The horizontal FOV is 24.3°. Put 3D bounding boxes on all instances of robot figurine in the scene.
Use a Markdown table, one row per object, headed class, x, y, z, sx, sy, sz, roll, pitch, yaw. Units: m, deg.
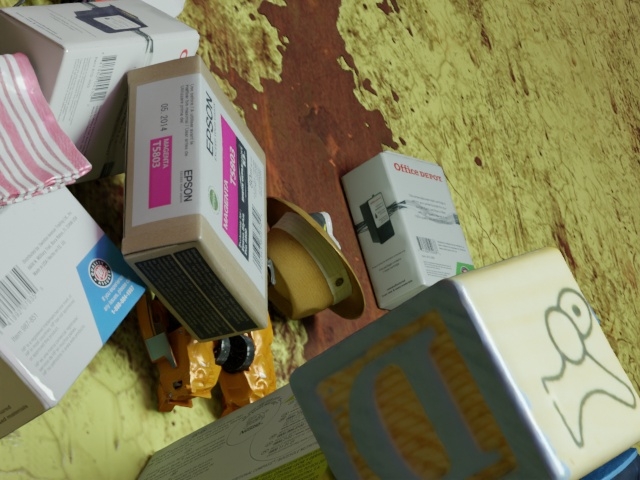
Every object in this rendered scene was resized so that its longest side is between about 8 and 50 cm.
| class | x | y | z | sx | sy | sz | roll | pitch | yaw |
| --- | --- | --- | --- | --- | --- | --- | --- | --- | --- |
| robot figurine | -0.138 | 0.053 | 1.678 | 0.211 | 0.085 | 0.291 | 18 | 52 | -48 |

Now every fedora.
| class | x | y | z | sx | sy | sz | roll | pitch | yaw |
| --- | --- | --- | --- | --- | --- | --- | --- | --- | --- |
| fedora | -0.029 | 0.038 | 1.818 | 0.079 | 0.194 | 0.194 | -39 | 100 | -17 |

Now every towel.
| class | x | y | z | sx | sy | sz | roll | pitch | yaw |
| --- | --- | --- | --- | --- | --- | --- | --- | --- | --- |
| towel | -0.307 | -0.102 | 1.377 | 0.144 | 0.029 | 0.197 | 59 | 31 | 2 |

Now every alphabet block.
| class | x | y | z | sx | sy | sz | roll | pitch | yaw |
| --- | --- | --- | --- | --- | --- | --- | --- | --- | --- |
| alphabet block | 0.128 | 0.136 | 1.246 | 0.197 | 0.193 | 0.192 | -12 | 73 | -56 |

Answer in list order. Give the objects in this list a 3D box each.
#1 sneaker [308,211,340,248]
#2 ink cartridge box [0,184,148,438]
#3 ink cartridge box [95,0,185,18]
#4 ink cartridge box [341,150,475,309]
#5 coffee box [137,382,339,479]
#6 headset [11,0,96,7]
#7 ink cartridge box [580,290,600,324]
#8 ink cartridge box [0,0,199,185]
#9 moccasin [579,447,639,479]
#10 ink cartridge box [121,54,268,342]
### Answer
| class | x | y | z | sx | sy | sz | roll | pitch | yaw |
| --- | --- | --- | --- | --- | --- | --- | --- | --- | --- |
| sneaker | 0.000 | 0.000 | 1.971 | 0.035 | 0.031 | 0.083 | 3 | 57 | -38 |
| ink cartridge box | -0.339 | 0.007 | 1.393 | 0.307 | 0.129 | 0.223 | 51 | 33 | -12 |
| ink cartridge box | -0.251 | -0.325 | 1.818 | 0.189 | 0.066 | 0.232 | 45 | 19 | -23 |
| ink cartridge box | 0.128 | -0.008 | 2.095 | 0.153 | 0.087 | 0.208 | 12 | 56 | -50 |
| coffee box | 0.002 | 0.354 | 1.390 | 0.338 | 0.338 | 0.334 | 50 | 33 | -14 |
| headset | -0.418 | -0.262 | 1.538 | 0.394 | 0.185 | 0.243 | 5 | 64 | -35 |
| ink cartridge box | 0.355 | 0.134 | 2.293 | 0.092 | 0.090 | 0.143 | 58 | 31 | -4 |
| ink cartridge box | -0.254 | -0.158 | 1.590 | 0.100 | 0.172 | 0.237 | 31 | 24 | 21 |
| moccasin | 0.357 | 0.406 | 2.070 | 0.342 | 0.137 | 0.117 | -32 | 96 | -44 |
| ink cartridge box | -0.127 | -0.042 | 1.550 | 0.193 | 0.088 | 0.235 | 58 | 25 | -54 |
